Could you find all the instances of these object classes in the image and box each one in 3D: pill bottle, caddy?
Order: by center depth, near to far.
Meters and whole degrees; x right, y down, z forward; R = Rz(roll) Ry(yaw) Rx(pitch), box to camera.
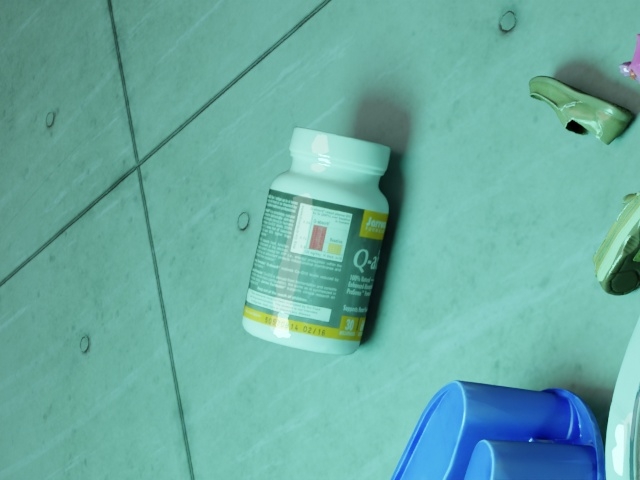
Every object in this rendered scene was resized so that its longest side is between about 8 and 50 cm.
[{"bbox_3d":[0.195,0.316,1.663,0.241,0.179,0.341,-110,38,-58],"label":"caddy"},{"bbox_3d":[0.000,0.000,1.964,0.162,0.162,0.278,16,95,50],"label":"pill bottle"}]

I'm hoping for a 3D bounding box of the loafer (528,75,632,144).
[{"bbox_3d":[0.293,-0.152,1.740,0.148,0.056,0.050,30,99,48],"label":"loafer"}]

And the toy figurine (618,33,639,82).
[{"bbox_3d":[0.376,-0.183,1.564,0.173,0.159,0.130,-6,83,51],"label":"toy figurine"}]

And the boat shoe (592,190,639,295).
[{"bbox_3d":[0.354,-0.031,1.640,0.190,0.068,0.072,-55,35,26],"label":"boat shoe"}]

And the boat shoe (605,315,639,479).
[{"bbox_3d":[0.407,0.128,1.506,0.156,0.136,0.367,11,81,47],"label":"boat shoe"}]
